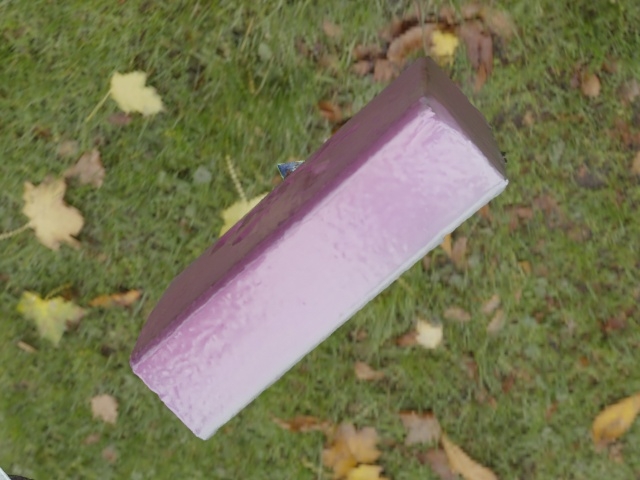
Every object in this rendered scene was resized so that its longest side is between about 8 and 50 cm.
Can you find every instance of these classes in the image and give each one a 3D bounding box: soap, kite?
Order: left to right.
[{"bbox_3d":[-0.003,-0.059,1.179,0.090,0.004,0.122,16,147,-18],"label":"kite"},{"bbox_3d":[-0.001,-0.001,0.803,0.259,0.181,0.081,-40,100,15],"label":"soap"}]

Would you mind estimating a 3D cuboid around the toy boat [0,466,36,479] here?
[{"bbox_3d":[-0.181,0.068,0.543,0.067,0.220,0.291,-37,108,-27],"label":"toy boat"}]
